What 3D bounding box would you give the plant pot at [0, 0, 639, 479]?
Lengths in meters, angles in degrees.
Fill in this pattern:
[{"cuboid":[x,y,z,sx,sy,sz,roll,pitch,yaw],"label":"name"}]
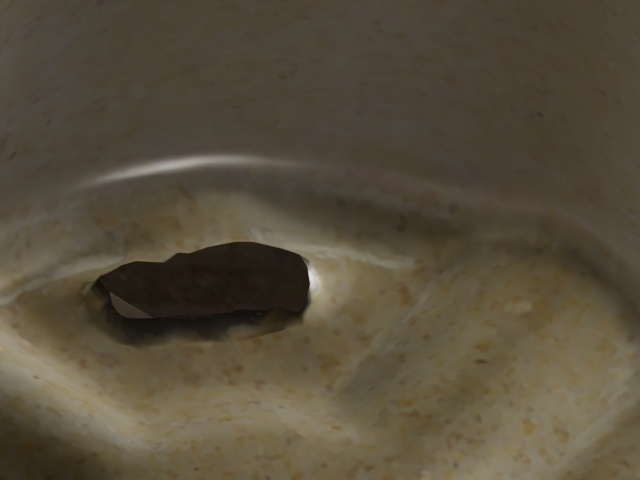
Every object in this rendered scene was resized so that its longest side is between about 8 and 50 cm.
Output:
[{"cuboid":[0.000,0.000,0.550,0.333,0.305,0.334,3,-58,4],"label":"plant pot"}]
